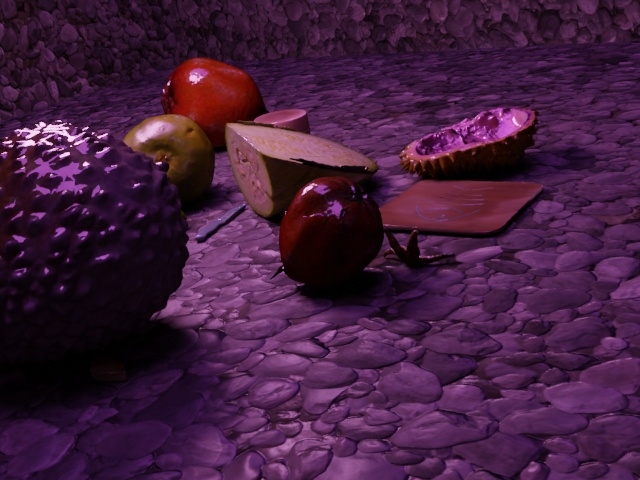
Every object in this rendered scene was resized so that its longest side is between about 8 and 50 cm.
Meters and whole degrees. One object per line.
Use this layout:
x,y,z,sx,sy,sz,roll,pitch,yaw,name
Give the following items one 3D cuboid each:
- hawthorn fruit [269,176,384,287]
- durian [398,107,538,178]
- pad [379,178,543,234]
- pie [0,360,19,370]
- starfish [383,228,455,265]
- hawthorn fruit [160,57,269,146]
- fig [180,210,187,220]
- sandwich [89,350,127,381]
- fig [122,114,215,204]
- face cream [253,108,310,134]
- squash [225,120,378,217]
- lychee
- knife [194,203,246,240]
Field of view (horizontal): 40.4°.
0.000,0.000,1.489,0.235,0.181,0.181,-42,5,28,hawthorn fruit
0.349,-0.197,1.941,0.341,0.112,0.191,-21,31,-6,durian
0.271,-0.072,1.753,0.287,0.018,0.284,4,23,33,pad
-0.524,0.187,1.402,0.191,0.033,0.088,-15,25,-14,pie
0.166,0.022,1.509,0.130,0.041,0.133,16,-17,12,starfish
-0.319,-0.397,2.557,0.311,0.295,0.295,19,26,8,hawthorn fruit
-0.371,-0.070,1.903,0.156,0.123,0.123,1,19,-6,fig
-0.323,0.191,1.299,0.044,0.030,0.083,-18,19,-32,sandwich
-0.365,-0.205,2.098,0.233,0.233,0.314,-9,26,0,fig
-0.102,-0.291,2.384,0.149,0.104,0.149,-9,20,3,face cream
-0.018,-0.185,1.921,0.309,0.210,0.233,-23,36,-20,squash
-0.398,0.001,1.347,0.380,0.380,0.432,12,43,44,lychee
-0.218,-0.041,1.896,0.028,0.015,0.210,-7,18,25,knife
